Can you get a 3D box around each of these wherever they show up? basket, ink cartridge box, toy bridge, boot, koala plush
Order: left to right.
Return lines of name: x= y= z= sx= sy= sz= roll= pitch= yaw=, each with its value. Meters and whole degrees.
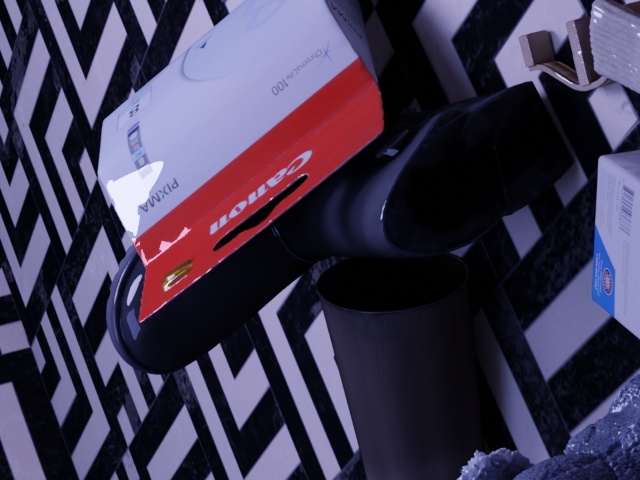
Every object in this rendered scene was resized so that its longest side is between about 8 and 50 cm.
ink cartridge box: x=-0.090 y=-0.115 z=1.975 sx=0.091 sy=0.308 sz=0.385 roll=47 pitch=-165 yaw=-20
boot: x=0.001 y=-0.002 z=1.929 sx=0.146 sy=0.367 sz=0.445 roll=49 pitch=161 yaw=-20
basket: x=0.093 y=0.143 z=2.052 sx=0.204 sy=0.154 sz=0.226 roll=-137 pitch=35 yaw=-68
toy bridge: x=0.233 y=-0.163 z=1.718 sx=0.188 sy=0.026 sz=0.063 roll=-9 pitch=96 yaw=66
koala plush: x=0.238 y=0.224 z=1.682 sx=0.196 sy=0.221 sz=0.203 roll=48 pitch=144 yaw=47
ink cartridge box: x=0.301 y=0.024 z=1.564 sx=0.231 sy=0.078 sz=0.134 roll=-133 pitch=39 yaw=-61

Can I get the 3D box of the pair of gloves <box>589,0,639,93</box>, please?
pair of gloves: x=0.281 y=-0.184 z=1.518 sx=0.204 sy=0.042 sz=0.240 roll=35 pitch=144 yaw=36
